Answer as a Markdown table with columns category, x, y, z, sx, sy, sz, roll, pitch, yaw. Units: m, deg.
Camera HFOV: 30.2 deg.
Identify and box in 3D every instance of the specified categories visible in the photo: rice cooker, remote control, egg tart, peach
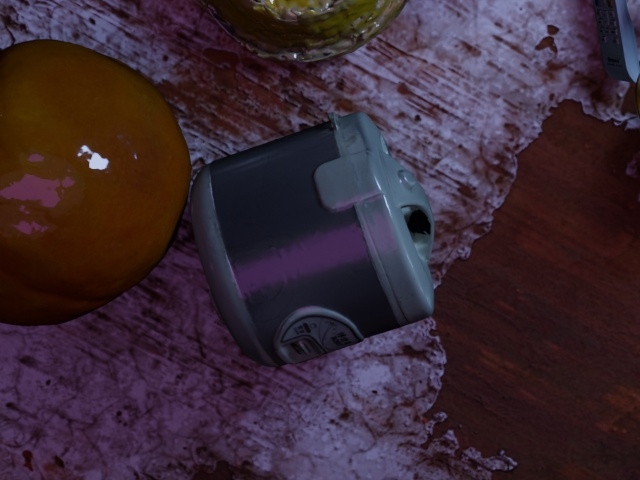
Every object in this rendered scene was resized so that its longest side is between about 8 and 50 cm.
| category | x | y | z | sx | sy | sz | roll | pitch | yaw |
| --- | --- | --- | --- | --- | --- | --- | --- | --- | --- |
| rice cooker | 0.003 | 0.001 | 1.456 | 0.277 | 0.288 | 0.288 | -18 | 106 | 5 |
| remote control | 0.366 | -0.276 | 1.472 | 0.029 | 0.061 | 0.162 | -18 | 107 | -13 |
| egg tart | -0.022 | -0.359 | 1.422 | 0.315 | 0.120 | 0.315 | 0 | 108 | 1 |
| peach | -0.311 | -0.061 | 1.415 | 0.301 | 0.343 | 0.343 | 35 | 105 | -29 |

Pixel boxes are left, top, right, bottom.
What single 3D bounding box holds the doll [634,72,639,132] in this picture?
| category | x | y | z | sx | sy | sz | roll | pitch | yaw |
| --- | --- | --- | --- | --- | --- | --- | --- | --- | --- |
| doll | 0.512 | -0.252 | 1.397 | 0.318 | 0.209 | 0.340 | 4 | 102 | -13 |
